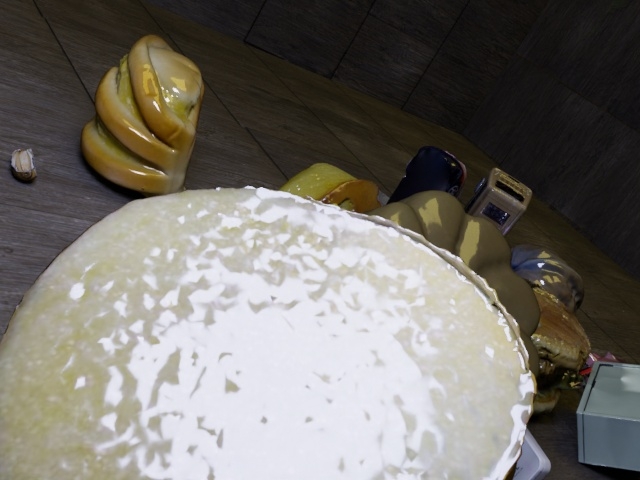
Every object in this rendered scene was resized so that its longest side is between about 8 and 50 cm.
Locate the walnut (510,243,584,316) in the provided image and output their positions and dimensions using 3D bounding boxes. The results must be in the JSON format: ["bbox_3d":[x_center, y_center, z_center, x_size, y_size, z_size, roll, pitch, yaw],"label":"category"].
[{"bbox_3d":[0.500,0.133,1.755,0.248,0.248,0.248,27,21,-12],"label":"walnut"}]

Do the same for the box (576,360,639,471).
[{"bbox_3d":[0.630,0.344,1.421,0.225,0.118,0.225,1,18,29],"label":"box"}]

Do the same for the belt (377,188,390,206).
[{"bbox_3d":[0.163,-0.082,2.006,0.071,0.053,0.232,19,23,-11],"label":"belt"}]

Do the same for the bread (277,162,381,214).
[{"bbox_3d":[0.000,0.000,1.303,0.148,0.270,0.269,34,19,33],"label":"bread"}]

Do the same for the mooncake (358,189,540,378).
[{"bbox_3d":[0.167,0.110,1.142,0.378,0.200,0.379,18,60,-35],"label":"mooncake"}]

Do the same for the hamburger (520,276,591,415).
[{"bbox_3d":[0.391,0.205,1.479,0.317,0.195,0.277,15,29,-33],"label":"hamburger"}]

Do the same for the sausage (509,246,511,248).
[{"bbox_3d":[0.465,0.026,2.119,0.348,0.097,0.094,33,13,5],"label":"sausage"}]

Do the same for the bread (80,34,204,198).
[{"bbox_3d":[-0.332,-0.238,1.391,0.211,0.270,0.316,10,32,-14],"label":"bread"}]

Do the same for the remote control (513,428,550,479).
[{"bbox_3d":[0.280,0.309,1.216,0.034,0.103,0.250,22,23,-30],"label":"remote control"}]

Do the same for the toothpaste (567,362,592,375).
[{"bbox_3d":[0.588,0.279,1.785,0.045,0.071,0.193,62,5,-23],"label":"toothpaste"}]

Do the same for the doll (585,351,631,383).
[{"bbox_3d":[0.713,0.342,1.759,0.261,0.093,0.211,6,30,-40],"label":"doll"}]

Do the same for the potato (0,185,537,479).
[{"bbox_3d":[-0.049,0.191,0.701,0.441,0.319,0.386,8,55,4],"label":"potato"}]

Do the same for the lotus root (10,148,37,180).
[{"bbox_3d":[-0.487,-0.120,1.211,0.037,0.030,0.083,-13,36,-18],"label":"lotus root"}]

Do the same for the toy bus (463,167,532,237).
[{"bbox_3d":[0.422,-0.033,1.940,0.139,0.290,0.157,34,33,2],"label":"toy bus"}]

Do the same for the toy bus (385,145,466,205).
[{"bbox_3d":[0.226,-0.074,1.732,0.127,0.303,0.147,36,17,19],"label":"toy bus"}]
